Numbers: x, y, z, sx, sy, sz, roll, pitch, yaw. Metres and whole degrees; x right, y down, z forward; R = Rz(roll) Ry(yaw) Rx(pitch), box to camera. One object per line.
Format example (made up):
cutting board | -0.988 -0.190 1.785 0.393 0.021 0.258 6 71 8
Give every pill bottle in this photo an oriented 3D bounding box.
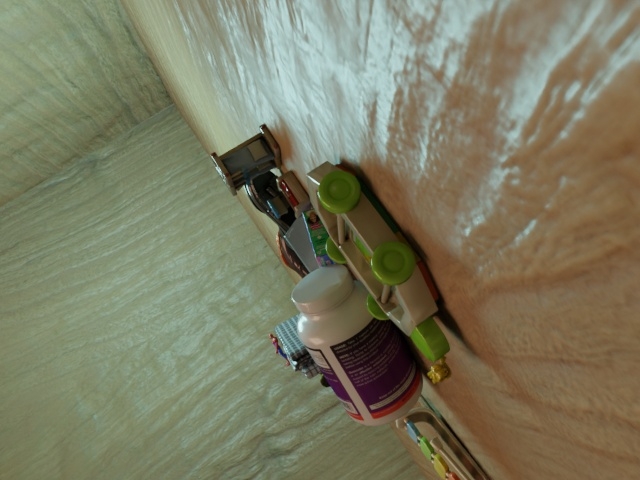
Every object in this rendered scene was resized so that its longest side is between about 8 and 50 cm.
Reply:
pill bottle | 0.072 0.211 1.272 0.323 0.181 0.181 61 172 -23

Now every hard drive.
hard drive | -0.018 0.008 1.390 0.022 0.094 0.135 -7 -128 -48

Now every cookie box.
cookie box | 0.000 0.000 1.280 0.092 0.040 0.107 72 180 -65

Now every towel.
towel | -0.006 0.282 1.881 0.121 0.235 0.283 65 170 -15

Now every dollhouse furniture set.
dollhouse furniture set | -0.122 -0.121 1.313 0.184 0.129 0.129 56 173 10

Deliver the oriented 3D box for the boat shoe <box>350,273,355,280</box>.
boat shoe | 0.063 0.107 1.398 0.133 0.049 0.042 52 178 -19

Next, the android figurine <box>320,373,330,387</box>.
android figurine | 0.081 0.394 1.988 0.248 0.056 0.273 26 -156 3

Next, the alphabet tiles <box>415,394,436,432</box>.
alphabet tiles | 0.274 0.443 1.611 0.237 0.009 0.198 53 171 31

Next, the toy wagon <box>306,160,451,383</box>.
toy wagon | 0.091 0.047 0.902 0.344 0.068 0.267 54 172 16

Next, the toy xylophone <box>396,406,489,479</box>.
toy xylophone | 0.306 0.536 1.467 0.323 0.081 0.236 48 167 37

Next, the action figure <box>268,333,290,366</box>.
action figure | -0.132 0.346 1.973 0.115 0.030 0.038 63 -178 -5

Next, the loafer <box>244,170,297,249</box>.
loafer | -0.081 -0.075 1.483 0.084 0.096 0.267 14 148 49

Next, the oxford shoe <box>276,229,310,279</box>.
oxford shoe | -0.025 0.064 1.709 0.098 0.097 0.271 13 144 50

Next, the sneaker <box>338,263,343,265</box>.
sneaker | 0.018 0.123 1.481 0.290 0.123 0.106 63 172 -30
